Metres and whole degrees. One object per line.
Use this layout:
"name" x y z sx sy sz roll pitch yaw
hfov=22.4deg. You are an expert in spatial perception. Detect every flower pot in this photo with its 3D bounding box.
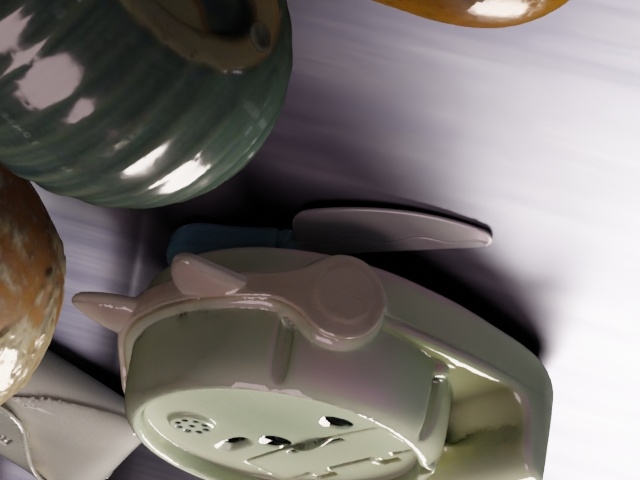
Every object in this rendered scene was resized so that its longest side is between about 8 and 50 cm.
"flower pot" -0.118 -0.123 0.837 0.157 0.189 0.243 -14 135 44

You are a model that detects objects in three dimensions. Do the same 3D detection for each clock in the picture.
"clock" -0.019 0.106 1.161 0.324 0.109 0.265 29 148 -32

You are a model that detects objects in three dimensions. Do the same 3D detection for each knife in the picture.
"knife" -0.001 -0.001 1.109 0.244 0.032 0.058 -7 135 29

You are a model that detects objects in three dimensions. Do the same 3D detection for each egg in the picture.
"egg" -0.279 0.020 1.133 0.203 0.203 0.245 14 136 9

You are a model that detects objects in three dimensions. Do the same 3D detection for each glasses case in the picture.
"glasses case" -0.282 0.123 1.386 0.308 0.083 0.128 34 145 -21

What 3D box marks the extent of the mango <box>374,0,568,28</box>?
"mango" 0.050 -0.161 0.793 0.178 0.090 0.115 17 156 19
